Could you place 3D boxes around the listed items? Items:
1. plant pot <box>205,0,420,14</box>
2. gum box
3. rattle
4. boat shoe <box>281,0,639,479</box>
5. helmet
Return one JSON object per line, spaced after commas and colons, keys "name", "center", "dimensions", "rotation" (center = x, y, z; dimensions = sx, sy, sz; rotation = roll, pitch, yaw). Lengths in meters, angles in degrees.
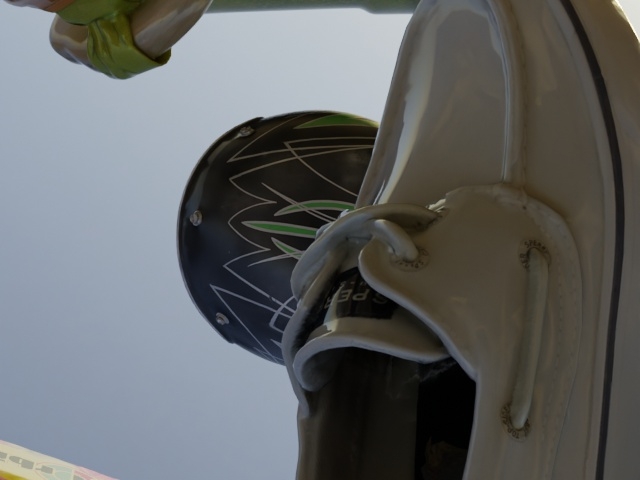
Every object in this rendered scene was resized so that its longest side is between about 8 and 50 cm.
{"name": "plant pot", "center": [-0.050, -0.297, 1.200], "dimensions": [0.254, 0.276, 0.276], "rotation": [-10, -150, 1]}
{"name": "gum box", "center": [-0.225, 0.238, 1.238], "dimensions": [0.188, 0.062, 0.107], "rotation": [20, -176, -9]}
{"name": "rattle", "center": [-0.115, -0.205, 0.818], "dimensions": [0.142, 0.200, 0.130], "rotation": [31, 175, -25]}
{"name": "boat shoe", "center": [0.032, 0.030, 0.394], "dimensions": [0.088, 0.267, 0.096], "rotation": [18, 161, -35]}
{"name": "helmet", "center": [0.000, 0.000, 0.835], "dimensions": [0.169, 0.169, 0.161], "rotation": [17, 176, -5]}
